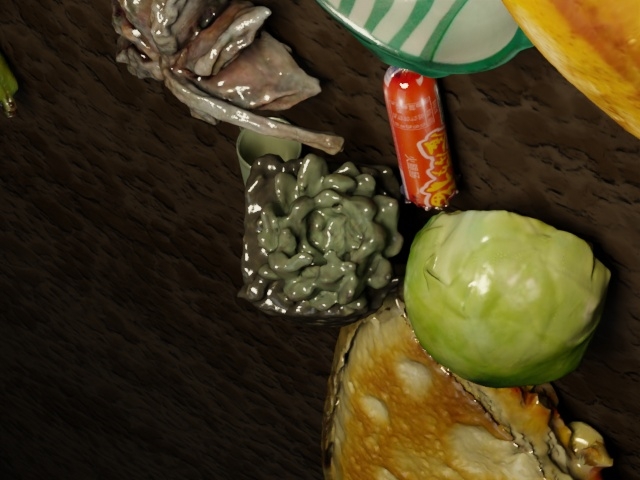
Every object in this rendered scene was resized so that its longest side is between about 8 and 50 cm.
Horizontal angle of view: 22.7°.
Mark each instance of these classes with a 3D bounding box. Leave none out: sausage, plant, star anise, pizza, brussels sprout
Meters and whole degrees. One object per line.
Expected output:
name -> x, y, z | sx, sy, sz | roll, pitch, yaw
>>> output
sausage -> 0.074, -0.086, 1.175 | 0.145, 0.050, 0.048 | 75, 172, -47
plant -> 0.000, 0.000, 1.276 | 0.129, 0.132, 0.194 | 2, 168, -1
star anise -> -0.087, -0.144, 1.234 | 0.231, 0.089, 0.209 | 35, 166, 34
pizza -> 0.182, 0.225, 1.479 | 0.406, 0.130, 0.440 | 28, 144, 19
brussels sprout -> 0.136, 0.049, 1.200 | 0.151, 0.122, 0.149 | 6, 166, 27

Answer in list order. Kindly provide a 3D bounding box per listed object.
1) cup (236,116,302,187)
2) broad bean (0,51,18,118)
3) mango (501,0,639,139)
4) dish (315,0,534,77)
cup -> -0.050, -0.066, 1.364 | 0.075, 0.054, 0.083 | 29, 157, 15
broad bean -> -0.362, -0.205, 1.547 | 0.213, 0.048, 0.070 | 48, 155, -15
mango -> 0.207, -0.130, 0.777 | 0.350, 0.201, 0.199 | 44, -167, -33
dish -> 0.046, -0.204, 0.961 | 0.246, 0.078, 0.224 | 29, 154, 16
